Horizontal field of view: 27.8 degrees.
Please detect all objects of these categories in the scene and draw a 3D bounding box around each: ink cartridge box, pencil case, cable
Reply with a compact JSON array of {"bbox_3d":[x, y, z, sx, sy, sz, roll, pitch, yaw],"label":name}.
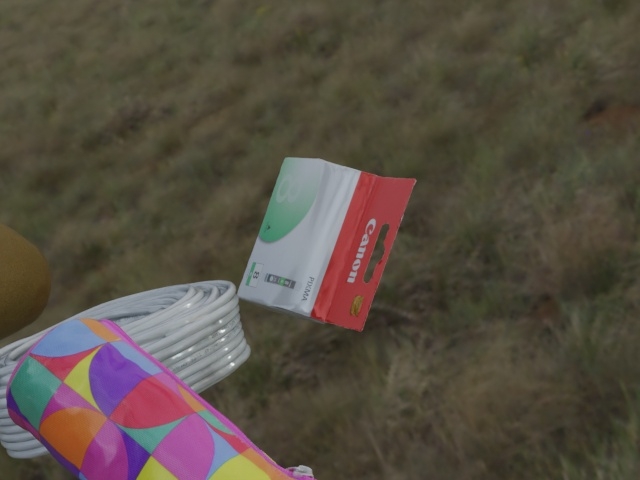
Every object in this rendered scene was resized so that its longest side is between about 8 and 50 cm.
[{"bbox_3d":[0.000,0.000,1.457,0.225,0.056,0.181,8,77,62],"label":"ink cartridge box"},{"bbox_3d":[-0.098,0.143,0.855,0.236,0.104,0.104,33,47,21],"label":"pencil case"},{"bbox_3d":[-0.192,0.116,1.212,0.257,0.089,0.257,-14,9,33],"label":"cable"}]

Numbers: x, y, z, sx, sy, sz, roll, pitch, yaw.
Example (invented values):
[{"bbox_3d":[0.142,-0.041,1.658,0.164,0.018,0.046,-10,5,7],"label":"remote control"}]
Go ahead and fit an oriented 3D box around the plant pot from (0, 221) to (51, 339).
[{"bbox_3d":[-0.459,0.048,1.598,0.237,0.237,0.254,-16,-12,27],"label":"plant pot"}]
